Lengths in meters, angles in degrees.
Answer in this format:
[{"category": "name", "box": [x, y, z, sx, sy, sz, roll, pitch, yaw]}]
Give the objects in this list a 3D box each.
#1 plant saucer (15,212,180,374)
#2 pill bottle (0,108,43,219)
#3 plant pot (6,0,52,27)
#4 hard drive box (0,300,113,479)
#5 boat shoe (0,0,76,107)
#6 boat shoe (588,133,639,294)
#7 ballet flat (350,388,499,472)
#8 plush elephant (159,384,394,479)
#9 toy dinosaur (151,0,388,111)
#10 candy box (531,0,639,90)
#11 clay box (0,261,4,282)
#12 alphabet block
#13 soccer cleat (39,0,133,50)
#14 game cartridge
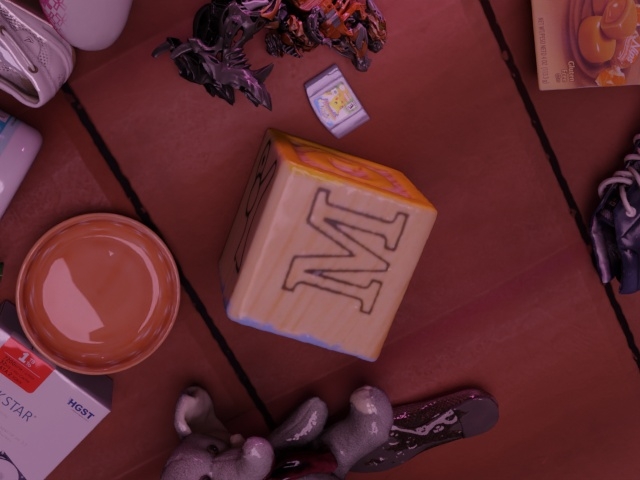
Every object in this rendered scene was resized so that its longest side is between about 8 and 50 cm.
[{"category": "plant saucer", "box": [-0.274, 0.065, 1.202, 0.200, 0.037, 0.200, -1, 94, -21]}, {"category": "pill bottle", "box": [-0.458, -0.119, 1.081, 0.264, 0.146, 0.146, 29, 101, -16]}, {"category": "plant pot", "box": [-0.288, -0.299, 1.075, 0.109, 0.096, 0.109, 29, 100, -16]}, {"category": "hard drive box", "box": [-0.407, 0.223, 1.229, 0.181, 0.089, 0.232, 41, 97, -19]}, {"category": "boat shoe", "box": [-0.403, -0.245, 1.060, 0.277, 0.096, 0.098, 32, 132, -16]}, {"category": "boat shoe", "box": [0.429, -0.085, 1.238, 0.158, 0.127, 0.340, -15, 110, -12]}, {"category": "ballet flat", "box": [0.124, 0.257, 1.347, 0.250, 0.058, 0.084, -18, 106, 2]}, {"category": "plush elephant", "box": [-0.081, 0.307, 1.207, 0.330, 0.272, 0.255, -27, 136, 32]}, {"category": "toy dinosaur", "box": [-0.080, -0.273, 1.110, 0.322, 0.164, 0.218, 26, 89, -4]}, {"category": "candy box", "box": [0.337, -0.340, 1.122, 0.183, 0.087, 0.316, 1, 111, 29]}, {"category": "clay box", "box": [-0.487, 0.052, 1.131, 0.222, 0.127, 0.053, -17, 109, -12]}, {"category": "alphabet block", "box": [0.000, 0.000, 1.170, 0.193, 0.192, 0.197, 17, 105, -16]}, {"category": "soccer cleat", "box": [-0.215, -0.345, 0.931, 0.116, 0.143, 0.331, -18, 115, -44]}, {"category": "game cartridge", "box": [0.018, -0.170, 1.208, 0.056, 0.017, 0.083, -33, 109, 6]}]
